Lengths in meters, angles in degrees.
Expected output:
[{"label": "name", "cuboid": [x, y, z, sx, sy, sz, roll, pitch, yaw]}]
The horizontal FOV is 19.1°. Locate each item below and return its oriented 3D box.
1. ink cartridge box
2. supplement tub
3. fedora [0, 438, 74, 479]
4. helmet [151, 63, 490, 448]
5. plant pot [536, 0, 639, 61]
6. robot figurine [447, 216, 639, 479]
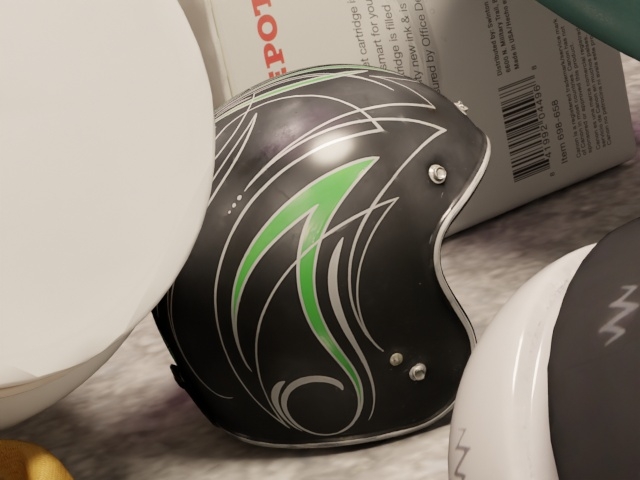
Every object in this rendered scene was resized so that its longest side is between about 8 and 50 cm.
[{"label": "ink cartridge box", "cuboid": [0.037, -0.104, 1.122, 0.273, 0.197, 0.114, -22, 19, -29]}, {"label": "supplement tub", "cuboid": [-0.206, -0.023, 0.847, 0.241, 0.241, 0.331, -22, 3, -29]}, {"label": "fedora", "cuboid": [-0.135, 0.129, 0.726, 0.194, 0.079, 0.194, -10, 19, 4]}, {"label": "helmet", "cuboid": [0.000, 0.000, 0.888, 0.169, 0.161, 0.169, -9, 18, 3]}, {"label": "plant pot", "cuboid": [0.216, -0.208, 0.932, 0.235, 0.293, 0.293, 43, 46, 20]}, {"label": "robot figurine", "cuboid": [0.166, 0.054, 0.543, 0.278, 0.173, 0.209, -26, 11, 43]}]
